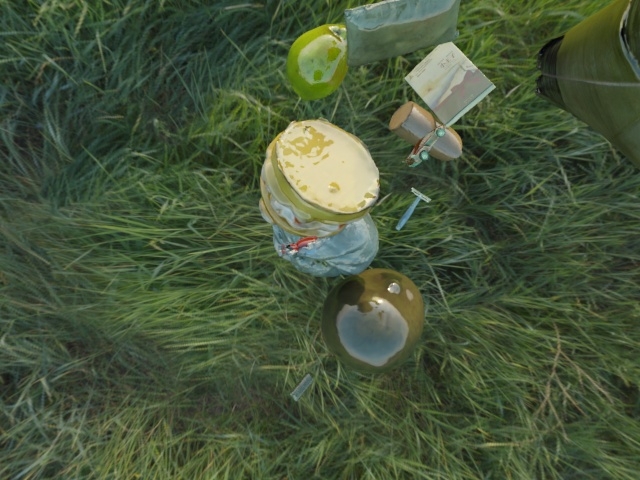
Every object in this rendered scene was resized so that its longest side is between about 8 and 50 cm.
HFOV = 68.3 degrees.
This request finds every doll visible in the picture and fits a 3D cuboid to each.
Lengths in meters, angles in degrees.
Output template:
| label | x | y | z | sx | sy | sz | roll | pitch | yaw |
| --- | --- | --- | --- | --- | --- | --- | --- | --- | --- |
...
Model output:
| label | x | y | z | sx | sy | sz | roll | pitch | yaw |
| --- | --- | --- | --- | --- | --- | --- | --- | --- | --- |
| doll | -0.034 | 0.013 | 1.018 | 0.114 | 0.057 | 0.039 | -11 | 85 | -6 |

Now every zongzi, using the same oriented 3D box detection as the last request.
| label | x | y | z | sx | sy | sz | roll | pitch | yaw |
| --- | --- | --- | --- | --- | --- | --- | --- | --- | --- |
| zongzi | 0.394 | -0.140 | 0.600 | 0.154 | 0.289 | 0.317 | -5 | 94 | -1 |

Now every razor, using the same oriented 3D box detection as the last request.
| label | x | y | z | sx | sy | sz | roll | pitch | yaw |
| --- | --- | --- | --- | --- | --- | --- | --- | --- | --- |
| razor | 0.274 | -0.088 | 1.455 | 0.068 | 0.040 | 0.135 | 35 | 106 | 9 |

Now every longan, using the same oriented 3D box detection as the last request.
| label | x | y | z | sx | sy | sz | roll | pitch | yaw |
| --- | --- | --- | --- | --- | --- | --- | --- | --- | --- |
| longan | 0.171 | 0.253 | 1.529 | 0.361 | 0.361 | 0.360 | 0 | 91 | -5 |

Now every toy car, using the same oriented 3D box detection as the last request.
| label | x | y | z | sx | sy | sz | roll | pitch | yaw |
| --- | --- | --- | --- | --- | --- | --- | --- | --- | --- |
| toy car | 0.236 | -0.215 | 1.053 | 0.035 | 0.059 | 0.122 | 37 | 80 | -8 |

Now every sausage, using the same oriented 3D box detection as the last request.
| label | x | y | z | sx | sy | sz | roll | pitch | yaw |
| --- | --- | --- | --- | --- | --- | --- | --- | --- | --- |
| sausage | 0.373 | -0.373 | 1.646 | 0.253 | 0.123 | 0.123 | 27 | 88 | -21 |

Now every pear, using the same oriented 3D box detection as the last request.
| label | x | y | z | sx | sy | sz | roll | pitch | yaw |
| --- | --- | --- | --- | --- | --- | --- | --- | --- | --- |
| pear | 0.003 | -0.516 | 1.351 | 0.220 | 0.187 | 0.187 | -35 | 94 | 34 |

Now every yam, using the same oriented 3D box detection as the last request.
| label | x | y | z | sx | sy | sz | roll | pitch | yaw |
| --- | --- | --- | --- | --- | --- | --- | --- | --- | --- |
| yam | -0.062 | 0.486 | 1.569 | 0.043 | 0.043 | 0.094 | 44 | 75 | -4 |

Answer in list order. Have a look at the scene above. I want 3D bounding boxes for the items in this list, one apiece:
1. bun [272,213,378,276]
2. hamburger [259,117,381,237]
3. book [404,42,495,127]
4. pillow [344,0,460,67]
| label | x | y | z | sx | sy | sz | roll | pitch | yaw |
| --- | --- | --- | --- | --- | --- | --- | --- | --- | --- |
| bun | 0.001 | 0.003 | 1.423 | 0.355 | 0.354 | 0.194 | 25 | 64 | -5 |
| hamburger | -0.022 | -0.128 | 1.128 | 0.276 | 0.237 | 0.276 | 10 | 64 | -22 |
| book | 0.431 | -0.537 | 1.604 | 0.201 | 0.026 | 0.289 | -42 | 55 | 20 |
| pillow | 0.206 | -0.529 | 1.158 | 0.303 | 0.185 | 0.074 | -16 | 65 | -1 |
